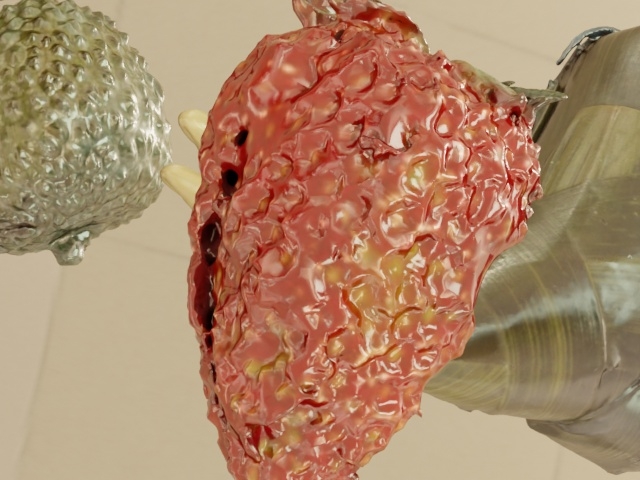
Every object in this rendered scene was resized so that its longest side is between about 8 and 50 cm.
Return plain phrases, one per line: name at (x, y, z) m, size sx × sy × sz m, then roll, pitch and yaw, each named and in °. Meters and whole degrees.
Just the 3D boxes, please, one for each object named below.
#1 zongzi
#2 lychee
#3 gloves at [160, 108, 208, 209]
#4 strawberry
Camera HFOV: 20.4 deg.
zongzi at (0.192, -0.032, 1.474) m, size 0.432 × 0.208 × 0.403 m, roll 18°, pitch 70°, yaw -41°
lychee at (-0.281, -0.108, 1.822) m, size 0.255 × 0.255 × 0.274 m, roll -18°, pitch 90°, yaw -29°
gloves at (0.003, -0.040, 1.131) m, size 0.203 × 0.164 × 0.124 m, roll -5°, pitch 105°, yaw 6°
strawberry at (-0.013, 0.001, 0.784) m, size 0.098 × 0.174 × 0.228 m, roll 33°, pitch 84°, yaw -46°
